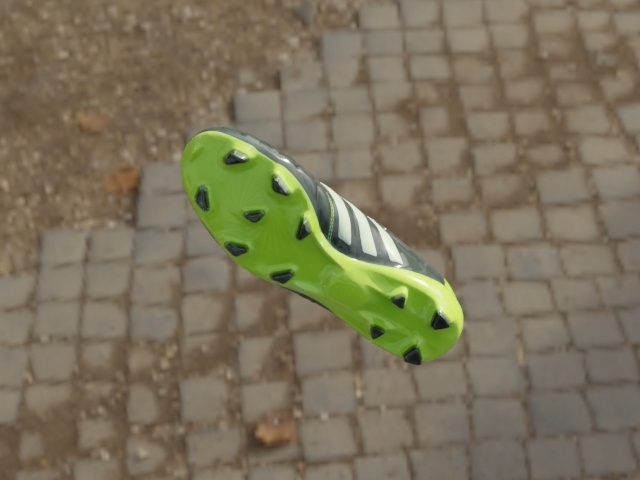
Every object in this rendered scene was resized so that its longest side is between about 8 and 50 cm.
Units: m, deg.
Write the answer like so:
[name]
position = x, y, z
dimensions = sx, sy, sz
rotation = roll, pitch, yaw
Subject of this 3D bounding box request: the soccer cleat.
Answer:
[soccer cleat]
position = 0.000, 0.000, 0.873
dimensions = 0.179, 0.060, 0.072
rotation = 38, 18, -13
